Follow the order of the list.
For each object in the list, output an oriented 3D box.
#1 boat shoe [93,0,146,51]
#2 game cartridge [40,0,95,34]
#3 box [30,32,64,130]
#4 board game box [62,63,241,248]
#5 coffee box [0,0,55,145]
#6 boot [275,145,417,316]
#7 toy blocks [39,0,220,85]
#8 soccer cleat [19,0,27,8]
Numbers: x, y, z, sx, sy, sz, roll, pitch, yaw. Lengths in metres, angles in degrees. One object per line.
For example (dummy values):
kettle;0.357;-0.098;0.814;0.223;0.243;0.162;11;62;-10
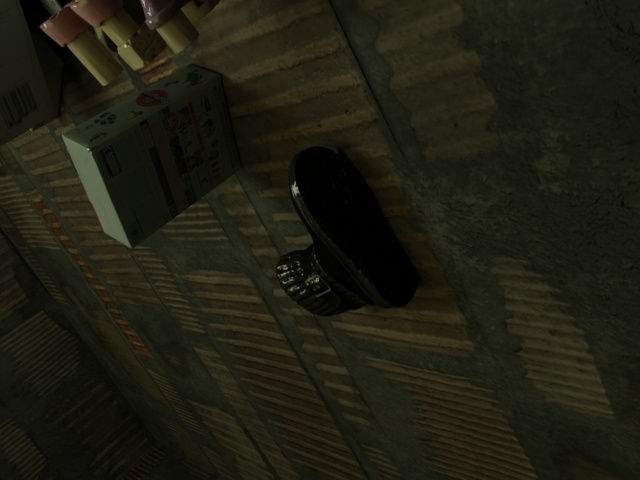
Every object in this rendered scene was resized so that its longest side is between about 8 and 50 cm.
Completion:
boat shoe;-0.402;-0.491;1.167;0.130;0.132;0.355;49;156;12
game cartridge;-0.578;-0.561;1.325;0.198;0.062;0.297;30;156;45
box;-0.762;-0.415;1.739;0.113;0.094;0.275;48;148;1
board game box;-0.305;-0.166;1.251;0.097;0.303;0.224;25;141;33
coffee box;-0.877;-0.408;1.474;0.334;0.337;0.338;34;147;21
boot;-0.002;0.003;1.226;0.260;0.131;0.348;-10;116;54
toy blocks;-0.254;-0.420;0.905;0.309;0.288;0.260;1;138;49
soccer cleat;-0.790;-0.683;1.508;0.318;0.108;0.116;59;173;-26
